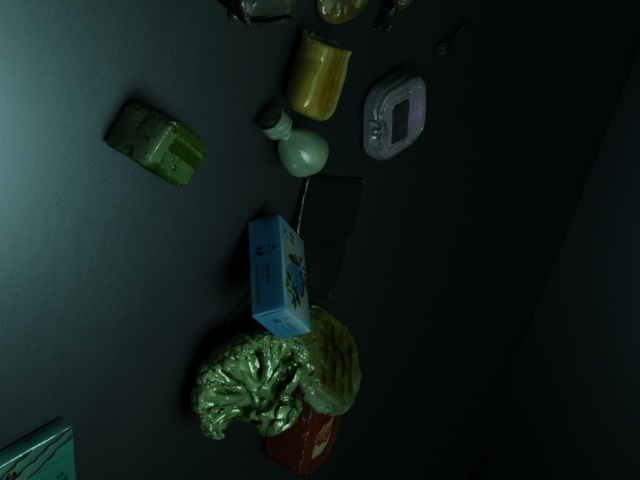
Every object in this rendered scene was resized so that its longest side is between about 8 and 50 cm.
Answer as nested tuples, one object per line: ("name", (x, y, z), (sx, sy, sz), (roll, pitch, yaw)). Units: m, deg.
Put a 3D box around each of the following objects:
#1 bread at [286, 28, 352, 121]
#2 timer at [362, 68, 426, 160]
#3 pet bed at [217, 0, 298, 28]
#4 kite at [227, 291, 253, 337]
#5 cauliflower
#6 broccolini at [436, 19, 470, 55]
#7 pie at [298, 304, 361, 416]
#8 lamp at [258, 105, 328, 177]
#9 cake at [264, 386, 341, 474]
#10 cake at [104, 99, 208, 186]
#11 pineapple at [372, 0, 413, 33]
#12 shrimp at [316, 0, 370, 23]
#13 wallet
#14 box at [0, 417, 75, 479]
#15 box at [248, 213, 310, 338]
("bread", (-0.010, -0.338, 1.771), (0.134, 0.085, 0.173), (-3, 115, -58))
("timer", (0.182, -0.303, 2.094), (0.191, 0.069, 0.208), (-36, 141, -32))
("pet bed", (-0.139, -0.447, 1.386), (0.159, 0.211, 0.183), (-56, 150, 8))
("kite", (-0.145, 0.126, 2.002), (0.229, 0.016, 0.127), (-50, 144, -24))
("cauliflower", (-0.137, 0.329, 1.935), (0.272, 0.250, 0.275), (-15, 144, -48))
("broccolini", (0.340, -0.523, 2.202), (0.035, 0.030, 0.140), (49, 62, -19))
("pie", (0.017, 0.300, 2.170), (0.306, 0.071, 0.306), (43, 38, -47))
("lamp", (-0.056, -0.207, 1.800), (0.106, 0.106, 0.193), (-56, 139, -10))
("cake", (-0.034, 0.479, 2.299), (0.177, 0.151, 0.282), (-12, 118, -47))
("cake", (-0.261, -0.154, 1.538), (0.100, 0.099, 0.235), (-59, 149, -2))
("pineapple", (0.166, -0.516, 1.920), (0.124, 0.058, 0.058), (-61, 149, -2))
("shrimp", (0.072, -0.544, 1.784), (0.236, 0.053, 0.133), (-43, 124, -22))
("wallet", (0.000, 0.000, 2.085), (0.247, 0.041, 0.322), (-2, 112, -56))
("box", (-0.547, 0.469, 1.650), (0.162, 0.041, 0.229), (-27, 134, -43))
("box", (-0.089, 0.078, 1.859), (0.142, 0.083, 0.232), (50, 32, -56))
